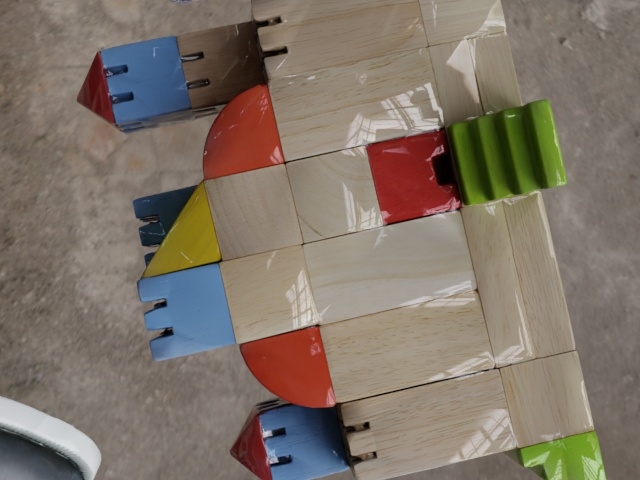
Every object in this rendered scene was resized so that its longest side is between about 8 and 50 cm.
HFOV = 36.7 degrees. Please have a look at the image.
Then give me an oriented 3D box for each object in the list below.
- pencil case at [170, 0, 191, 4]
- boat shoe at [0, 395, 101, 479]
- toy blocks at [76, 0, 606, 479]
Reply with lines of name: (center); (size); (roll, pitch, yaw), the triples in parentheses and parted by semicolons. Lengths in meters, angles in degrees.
pencil case: (-0.019, -0.275, 0.770); (0.284, 0.124, 0.124); (-5, 113, 29)
boat shoe: (-0.235, 0.098, 0.343); (0.302, 0.091, 0.114); (5, 143, -10)
toy blocks: (0.000, 0.000, 0.598); (0.260, 0.191, 0.381); (-13, 90, -4)
